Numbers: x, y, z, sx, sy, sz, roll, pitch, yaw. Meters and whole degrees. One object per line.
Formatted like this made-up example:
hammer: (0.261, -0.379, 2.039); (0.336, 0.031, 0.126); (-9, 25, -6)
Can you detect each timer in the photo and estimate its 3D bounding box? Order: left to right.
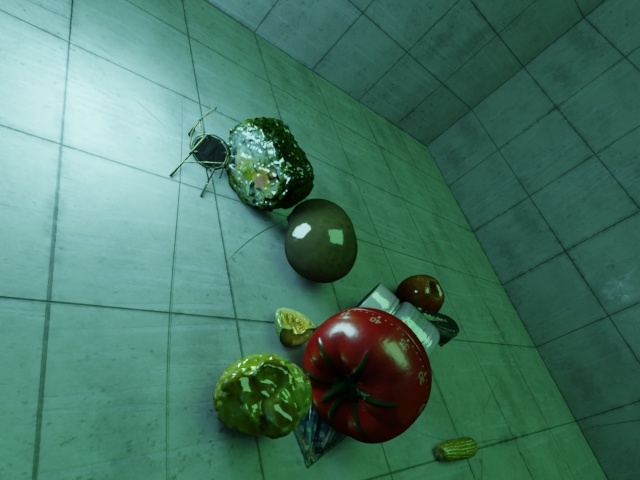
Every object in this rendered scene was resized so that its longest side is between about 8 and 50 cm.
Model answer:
timer: (0.136, 0.382, 1.252); (0.279, 0.378, 0.377); (-21, 75, -50)

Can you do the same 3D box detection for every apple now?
apple: (0.457, 0.267, 1.974); (0.218, 0.201, 0.218); (26, 47, -32)

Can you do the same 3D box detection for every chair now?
chair: (-0.405, -0.327, 1.535); (0.170, 0.160, 0.325); (38, 35, -24)

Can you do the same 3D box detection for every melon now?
melon: (-0.100, 0.281, 1.382); (0.160, 0.079, 0.128); (11, 32, -45)

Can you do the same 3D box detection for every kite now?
kite: (-0.014, 0.507, 1.307); (0.406, 0.014, 0.368); (37, 35, -21)

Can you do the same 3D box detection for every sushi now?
sushi: (-0.207, -0.271, 1.593); (0.178, 0.294, 0.351); (-17, 69, -53)

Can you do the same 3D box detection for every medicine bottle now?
medicine bottle: (0.270, 0.334, 1.624); (0.302, 0.241, 0.241); (43, 31, 6)

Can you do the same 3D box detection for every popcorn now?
popcorn: (-0.148, 0.383, 1.060); (0.237, 0.205, 0.251); (20, -16, 21)

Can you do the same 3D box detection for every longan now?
longan: (0.000, 0.000, 1.605); (0.289, 0.288, 0.350); (26, 43, -34)

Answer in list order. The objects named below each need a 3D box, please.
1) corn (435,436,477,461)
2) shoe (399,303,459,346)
corn: (0.519, 0.799, 1.623); (0.231, 0.080, 0.080); (14, 48, -42)
shoe: (0.418, 0.391, 1.854); (0.337, 0.170, 0.132); (14, 31, -11)
